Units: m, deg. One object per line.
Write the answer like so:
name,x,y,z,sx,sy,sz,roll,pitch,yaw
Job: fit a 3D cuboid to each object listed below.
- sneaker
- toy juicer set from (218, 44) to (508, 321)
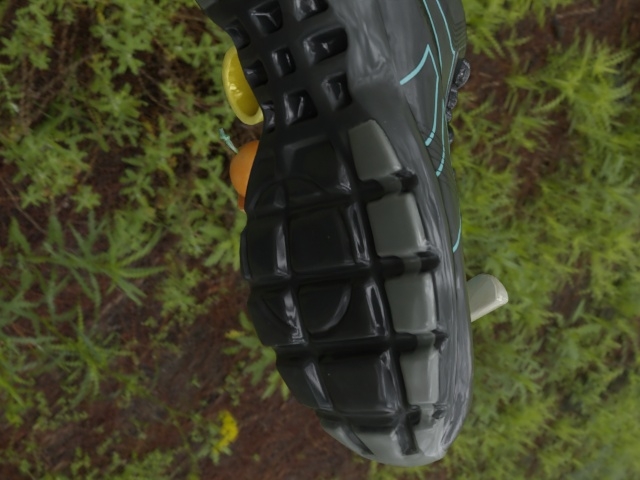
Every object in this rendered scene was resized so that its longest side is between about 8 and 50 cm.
sneaker,0.024,-0.050,0.376,0.106,0.101,0.267,-14,93,-44
toy juicer set,0.000,0.000,0.836,0.089,0.329,0.209,-20,147,-31
